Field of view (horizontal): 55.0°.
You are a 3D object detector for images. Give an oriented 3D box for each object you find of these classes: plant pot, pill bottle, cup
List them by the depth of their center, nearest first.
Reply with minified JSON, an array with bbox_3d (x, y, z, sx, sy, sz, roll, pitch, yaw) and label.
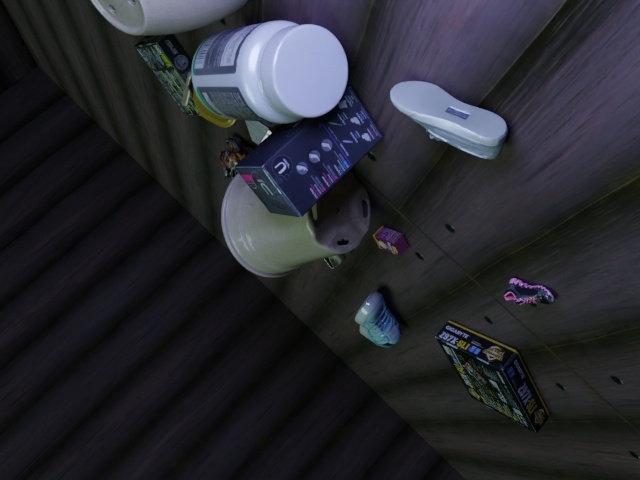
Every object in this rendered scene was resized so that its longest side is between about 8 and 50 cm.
[{"bbox_3d":[-0.325,-0.538,1.198,0.331,0.237,0.331,28,150,18],"label":"cup"},{"bbox_3d":[-0.114,-0.352,1.298,0.361,0.204,0.204,21,151,54],"label":"pill bottle"},{"bbox_3d":[-0.045,-0.067,1.649,0.305,0.334,0.334,-4,130,50],"label":"plant pot"}]

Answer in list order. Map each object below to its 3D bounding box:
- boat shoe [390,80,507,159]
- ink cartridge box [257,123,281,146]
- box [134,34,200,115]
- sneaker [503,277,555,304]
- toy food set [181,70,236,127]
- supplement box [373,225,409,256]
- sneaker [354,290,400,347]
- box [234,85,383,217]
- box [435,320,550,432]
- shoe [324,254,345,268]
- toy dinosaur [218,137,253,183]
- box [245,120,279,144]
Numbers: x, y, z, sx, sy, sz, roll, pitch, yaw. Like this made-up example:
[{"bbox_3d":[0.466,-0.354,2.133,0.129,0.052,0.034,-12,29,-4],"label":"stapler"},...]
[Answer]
[{"bbox_3d":[0.218,-0.205,1.080,0.227,0.079,0.081,32,155,27],"label":"boat shoe"},{"bbox_3d":[-0.051,-0.241,1.530,0.115,0.198,0.067,43,126,6],"label":"ink cartridge box"},{"bbox_3d":[-0.448,-0.517,1.933,0.216,0.060,0.270,19,149,54],"label":"box"},{"bbox_3d":[0.450,0.123,1.336,0.119,0.057,0.047,17,145,55],"label":"sneaker"},{"bbox_3d":[-0.305,-0.421,1.822,0.218,0.071,0.128,30,125,23],"label":"toy food set"},{"bbox_3d":[0.192,0.001,1.673,0.083,0.043,0.055,23,151,49],"label":"supplement box"},{"bbox_3d":[0.219,0.284,2.145,0.150,0.135,0.366,31,168,18],"label":"sneaker"},{"bbox_3d":[-0.025,-0.194,1.341,0.143,0.270,0.165,52,161,-23],"label":"box"},{"bbox_3d":[0.506,0.400,1.809,0.257,0.079,0.322,23,152,54],"label":"box"},{"bbox_3d":[0.000,0.000,1.978,0.219,0.058,0.076,51,161,-20],"label":"shoe"},{"bbox_3d":[-0.252,-0.230,2.010,0.322,0.164,0.218,-122,12,-72],"label":"toy dinosaur"},{"bbox_3d":[-0.136,-0.306,1.676,0.126,0.072,0.137,37,162,25],"label":"box"}]
